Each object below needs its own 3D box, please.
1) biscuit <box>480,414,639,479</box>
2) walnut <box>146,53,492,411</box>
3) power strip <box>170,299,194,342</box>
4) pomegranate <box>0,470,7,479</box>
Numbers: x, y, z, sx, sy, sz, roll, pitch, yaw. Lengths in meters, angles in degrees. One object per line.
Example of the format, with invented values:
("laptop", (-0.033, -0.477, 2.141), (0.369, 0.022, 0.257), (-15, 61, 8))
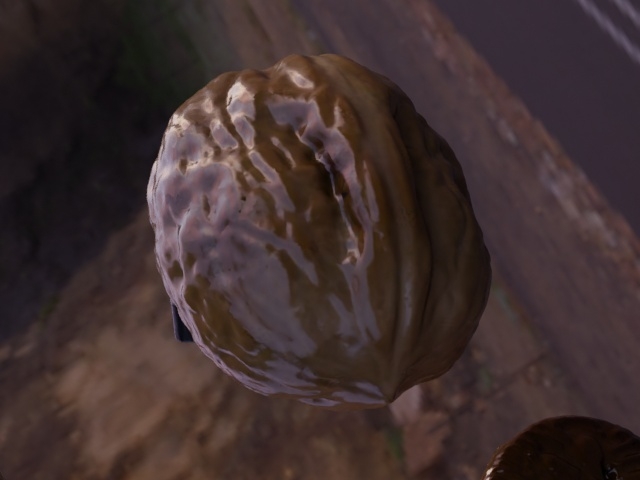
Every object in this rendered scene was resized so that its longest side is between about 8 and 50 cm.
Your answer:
("biscuit", (0.159, 0.179, 0.856), (0.188, 0.187, 0.027), (58, 138, 10))
("walnut", (0.000, 0.000, 0.763), (0.155, 0.155, 0.184), (64, -178, -63))
("power strip", (-0.026, 0.040, 0.883), (0.038, 0.111, 0.029), (-69, -22, -61))
("pomegranate", (-0.276, 0.223, 0.780), (0.333, 0.332, 0.332), (58, 177, 4))
